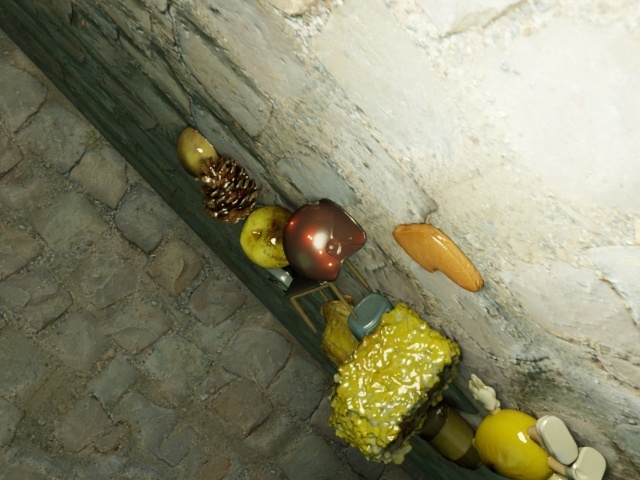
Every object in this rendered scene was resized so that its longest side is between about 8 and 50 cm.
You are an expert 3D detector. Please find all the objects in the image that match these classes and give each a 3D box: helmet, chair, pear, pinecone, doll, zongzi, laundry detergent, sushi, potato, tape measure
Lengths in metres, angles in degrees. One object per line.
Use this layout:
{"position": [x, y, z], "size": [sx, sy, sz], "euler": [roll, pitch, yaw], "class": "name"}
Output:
{"position": [0.000, 0.000, 1.654], "size": [0.189, 0.193, 0.216], "euler": [-173, 82, -65], "class": "helmet"}
{"position": [-0.010, 0.099, 1.862], "size": [0.166, 0.188, 0.272], "euler": [-22, 114, 28], "class": "chair"}
{"position": [-0.137, -0.007, 1.965], "size": [0.197, 0.197, 0.197], "euler": [41, 164, 14], "class": "pear"}
{"position": [-0.284, -0.156, 1.982], "size": [0.184, 0.179, 0.205], "euler": [16, 141, 30], "class": "pinecone"}
{"position": [0.533, 0.526, 1.696], "size": [0.423, 0.161, 0.348], "euler": [22, 140, 53], "class": "doll"}
{"position": [0.452, 0.672, 2.361], "size": [0.289, 0.154, 0.317], "euler": [44, -175, -10], "class": "zongzi"}
{"position": [0.183, 0.288, 1.971], "size": [0.094, 0.143, 0.290], "euler": [25, 156, 38], "class": "laundry detergent"}
{"position": [0.201, 0.403, 1.768], "size": [0.240, 0.396, 0.351], "euler": [34, 166, 25], "class": "sushi"}
{"position": [-0.392, -0.256, 2.142], "size": [0.138, 0.098, 0.243], "euler": [34, 163, 30], "class": "potato"}
{"position": [-0.137, 0.137, 2.489], "size": [0.181, 0.107, 0.182], "euler": [43, 169, -19], "class": "tape measure"}

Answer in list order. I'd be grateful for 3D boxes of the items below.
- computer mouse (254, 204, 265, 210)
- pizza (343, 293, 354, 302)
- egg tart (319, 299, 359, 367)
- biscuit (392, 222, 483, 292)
{"position": [-0.116, 0.019, 2.163], "size": [0.379, 0.090, 0.167], "euler": [39, 165, 15], "class": "computer mouse"}
{"position": [0.098, 0.198, 2.206], "size": [0.037, 0.016, 0.083], "euler": [41, 169, 0], "class": "pizza"}
{"position": [0.142, 0.392, 2.282], "size": [0.443, 0.178, 0.443], "euler": [39, 164, 13], "class": "egg tart"}
{"position": [0.245, 0.040, 1.371], "size": [0.186, 0.036, 0.192], "euler": [47, 166, -15], "class": "biscuit"}
